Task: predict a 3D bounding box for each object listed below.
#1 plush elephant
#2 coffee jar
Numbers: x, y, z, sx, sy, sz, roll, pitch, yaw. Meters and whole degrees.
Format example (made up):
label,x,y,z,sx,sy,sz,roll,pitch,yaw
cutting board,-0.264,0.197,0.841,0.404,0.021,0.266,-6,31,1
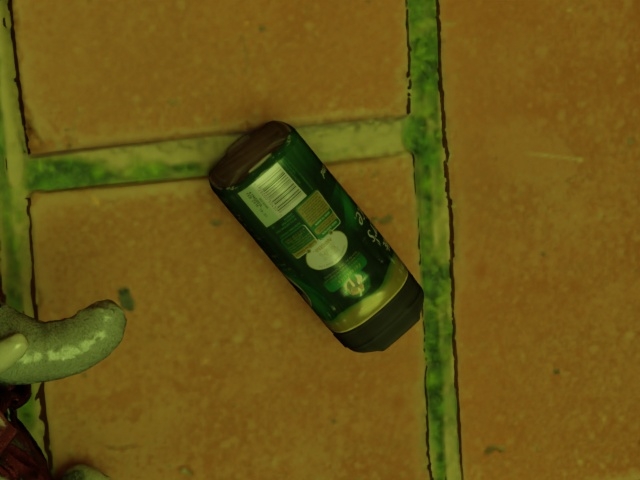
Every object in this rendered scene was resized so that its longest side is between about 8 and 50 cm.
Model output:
label,x,y,z,sx,sy,sz,roll,pitch,yaw
plush elephant,-0.246,0.120,1.373,0.330,0.272,0.255,12,102,-14
coffee jar,0.000,0.000,1.515,0.079,0.096,0.184,-40,109,-3
